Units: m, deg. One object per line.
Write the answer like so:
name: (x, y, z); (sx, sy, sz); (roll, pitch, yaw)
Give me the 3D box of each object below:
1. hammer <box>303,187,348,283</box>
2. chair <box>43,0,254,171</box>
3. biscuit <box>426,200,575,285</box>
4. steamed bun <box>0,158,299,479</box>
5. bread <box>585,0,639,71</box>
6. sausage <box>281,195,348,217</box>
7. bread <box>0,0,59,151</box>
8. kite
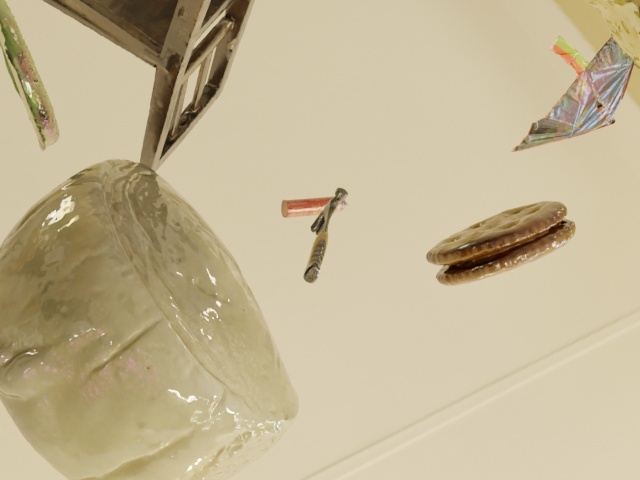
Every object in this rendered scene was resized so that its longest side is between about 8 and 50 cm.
hammer: (0.000, 0.000, 1.322); (0.021, 0.078, 0.201); (32, -148, -9)
chair: (-0.198, -0.289, 1.004); (0.240, 0.416, 0.203); (34, -122, -3)
biscuit: (0.262, 0.003, 1.357); (0.220, 0.220, 0.066); (-25, -87, -39)
steamed bun: (-0.211, 0.083, 0.960); (0.383, 0.247, 0.236); (58, -163, 26)
bread: (0.260, -0.188, 0.470); (0.178, 0.266, 0.142); (54, -170, 30)
sausage: (-0.008, -0.063, 1.722); (0.129, 0.034, 0.034); (-5, -120, -24)
bread: (-0.373, -0.215, 1.162); (0.033, 0.228, 0.228); (-24, -110, -16)
kite: (0.236, -0.141, 0.823); (0.010, 0.190, 0.159); (41, -178, 37)
